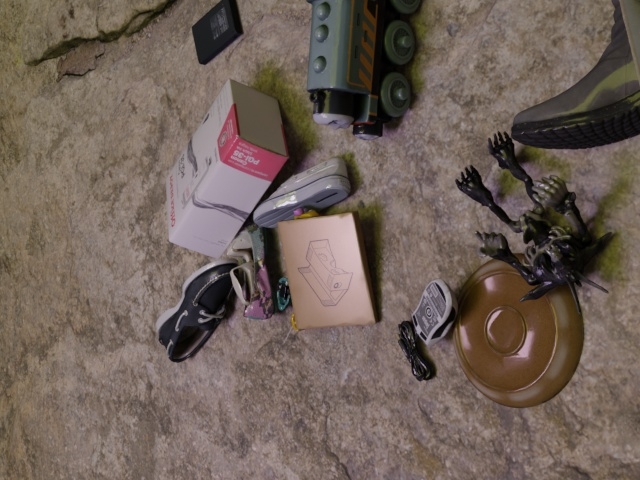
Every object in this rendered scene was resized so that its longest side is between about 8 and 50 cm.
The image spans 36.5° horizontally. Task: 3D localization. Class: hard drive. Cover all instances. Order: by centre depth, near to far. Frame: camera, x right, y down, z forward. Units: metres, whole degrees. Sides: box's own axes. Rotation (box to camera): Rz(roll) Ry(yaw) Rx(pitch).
[{"bbox_3d":[-0.221,-0.445,2.055,0.135,0.022,0.094,-29,67,41],"label":"hard drive"}]

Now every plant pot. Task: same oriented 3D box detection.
[{"bbox_3d":[0.287,0.137,1.478,0.236,0.032,0.236,-5,83,45],"label":"plant pot"}]

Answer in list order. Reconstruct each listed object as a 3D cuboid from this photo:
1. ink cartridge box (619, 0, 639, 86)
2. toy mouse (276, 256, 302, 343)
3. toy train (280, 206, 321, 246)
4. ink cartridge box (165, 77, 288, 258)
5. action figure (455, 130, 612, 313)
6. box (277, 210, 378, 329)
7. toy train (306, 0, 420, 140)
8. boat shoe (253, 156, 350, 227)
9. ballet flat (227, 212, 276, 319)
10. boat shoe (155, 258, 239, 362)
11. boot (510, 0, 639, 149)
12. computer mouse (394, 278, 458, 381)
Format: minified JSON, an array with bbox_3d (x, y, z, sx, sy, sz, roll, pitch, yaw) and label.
[{"bbox_3d":[0.480,-0.286,1.144,0.272,0.130,0.309,-10,77,7],"label":"ink cartridge box"},{"bbox_3d":[-0.038,0.093,1.816,0.161,0.031,0.143,-43,59,42],"label":"toy mouse"},{"bbox_3d":[0.000,0.000,1.782,0.166,0.046,0.125,23,131,34],"label":"toy train"},{"bbox_3d":[-0.188,-0.136,1.889,0.283,0.117,0.207,-53,31,30],"label":"ink cartridge box"},{"bbox_3d":[0.298,-0.023,1.399,0.164,0.141,0.275,-43,54,15],"label":"action figure"},{"bbox_3d":[0.012,0.054,1.720,0.164,0.021,0.201,-7,96,33],"label":"box"},{"bbox_3d":[0.060,-0.340,1.634,0.142,0.190,0.333,6,91,47],"label":"toy train"},{"bbox_3d":[-0.032,-0.088,1.806,0.226,0.083,0.075,-19,57,35],"label":"boat shoe"},{"bbox_3d":[-0.138,0.047,1.878,0.077,0.079,0.221,135,130,-59],"label":"ballet flat"},{"bbox_3d":[-0.239,0.145,1.977,0.302,0.114,0.091,-52,52,45],"label":"boat shoe"},{"bbox_3d":[0.413,-0.262,1.333,0.338,0.118,0.222,-14,74,32],"label":"boot"},{"bbox_3d":[0.181,0.134,1.561,0.106,0.042,0.193,66,148,33],"label":"computer mouse"}]
